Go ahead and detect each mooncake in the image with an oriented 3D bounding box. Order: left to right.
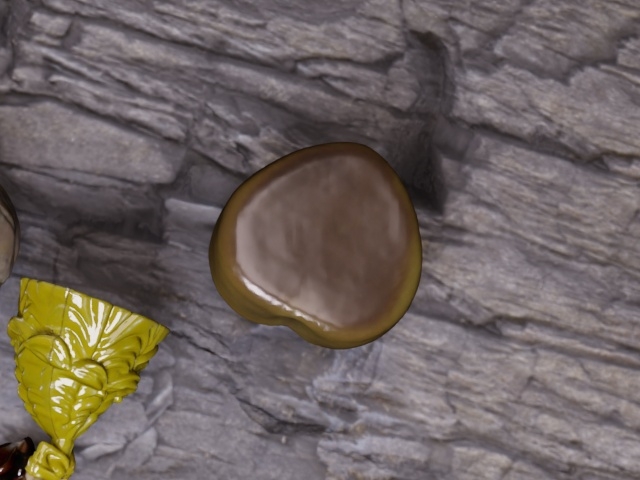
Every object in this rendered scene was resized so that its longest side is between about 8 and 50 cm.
[{"bbox_3d":[0.000,0.000,1.792,0.234,0.117,0.235,3,75,-12],"label":"mooncake"}]

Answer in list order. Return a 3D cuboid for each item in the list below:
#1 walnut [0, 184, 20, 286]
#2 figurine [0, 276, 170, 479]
[{"bbox_3d":[-0.424,-0.005,1.662,0.224,0.224,0.224,3,77,-11],"label":"walnut"},{"bbox_3d":[-0.286,0.214,1.671,0.168,0.187,0.315,20,82,-11],"label":"figurine"}]
